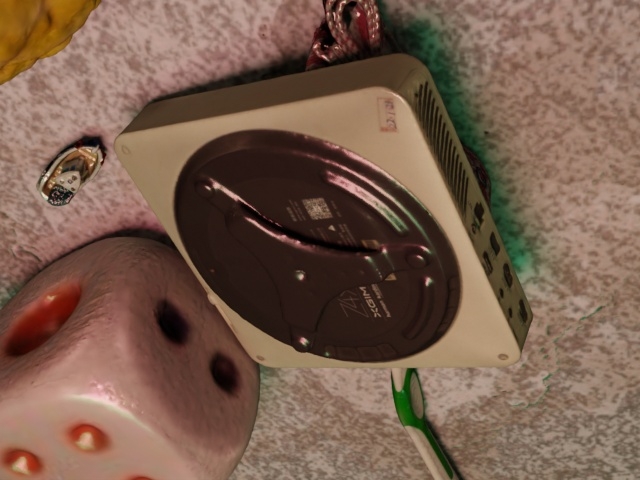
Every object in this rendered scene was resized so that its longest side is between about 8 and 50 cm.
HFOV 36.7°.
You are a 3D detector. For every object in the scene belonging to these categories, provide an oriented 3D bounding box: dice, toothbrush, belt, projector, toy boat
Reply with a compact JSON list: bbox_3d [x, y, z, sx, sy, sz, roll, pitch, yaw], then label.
[{"bbox_3d":[-0.178,0.126,0.835,0.193,0.194,0.192,-26,120,24],"label":"dice"},{"bbox_3d":[0.089,0.156,0.920,0.040,0.042,0.418,-11,125,28],"label":"toothbrush"},{"bbox_3d":[0.058,-0.091,0.717,0.071,0.053,0.232,-19,124,26],"label":"belt"},{"bbox_3d":[0.000,0.000,0.733,0.259,0.079,0.257,-6,128,34],"label":"projector"},{"bbox_3d":[-0.203,-0.056,0.790,0.038,0.038,0.083,37,125,-21],"label":"toy boat"}]

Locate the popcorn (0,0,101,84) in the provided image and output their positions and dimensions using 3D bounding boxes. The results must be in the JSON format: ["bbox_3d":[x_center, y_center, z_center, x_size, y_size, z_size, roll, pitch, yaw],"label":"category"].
[{"bbox_3d":[-0.236,-0.198,0.562,0.250,0.235,0.241,29,110,-31],"label":"popcorn"}]
